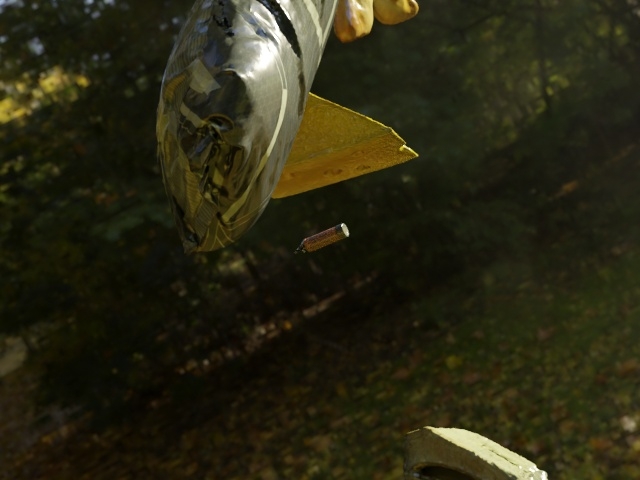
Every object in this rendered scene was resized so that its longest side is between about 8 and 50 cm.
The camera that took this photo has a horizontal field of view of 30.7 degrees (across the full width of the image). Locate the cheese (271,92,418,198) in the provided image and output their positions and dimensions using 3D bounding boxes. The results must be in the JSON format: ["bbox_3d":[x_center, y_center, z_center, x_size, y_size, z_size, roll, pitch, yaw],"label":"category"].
[{"bbox_3d":[0.016,-0.113,1.295,0.171,0.126,0.093,3,-17,25],"label":"cheese"}]

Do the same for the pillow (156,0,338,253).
[{"bbox_3d":[-0.039,-0.147,0.771,0.161,0.093,0.335,116,172,-54],"label":"pillow"}]

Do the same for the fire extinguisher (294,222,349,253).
[{"bbox_3d":[0.000,0.000,1.713,0.083,0.022,0.028,-22,13,19],"label":"fire extinguisher"}]

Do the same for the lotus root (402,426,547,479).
[{"bbox_3d":[0.123,0.207,0.812,0.070,0.143,0.144,8,-6,-34],"label":"lotus root"}]

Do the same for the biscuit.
[{"bbox_3d":[0.041,-0.374,1.540,0.047,0.207,0.164,-14,11,46],"label":"biscuit"}]
